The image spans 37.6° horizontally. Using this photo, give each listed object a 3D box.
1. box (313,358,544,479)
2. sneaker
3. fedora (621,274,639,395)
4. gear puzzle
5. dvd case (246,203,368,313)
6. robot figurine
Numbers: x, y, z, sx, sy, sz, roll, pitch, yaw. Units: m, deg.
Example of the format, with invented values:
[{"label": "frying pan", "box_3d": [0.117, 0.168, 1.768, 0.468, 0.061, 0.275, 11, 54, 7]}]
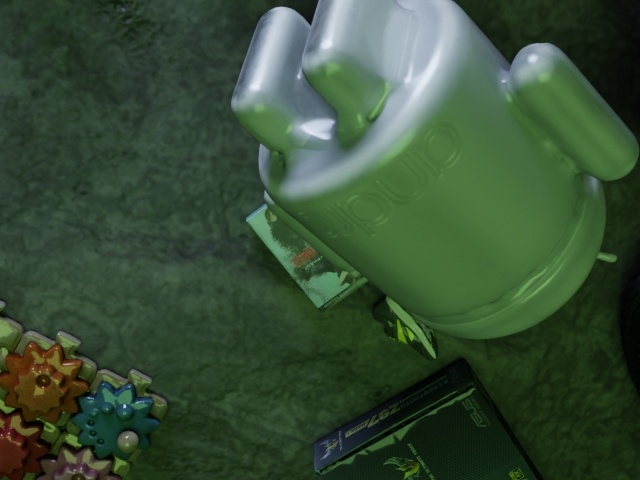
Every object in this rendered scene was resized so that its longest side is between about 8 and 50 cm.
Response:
[{"label": "box", "box_3d": [0.128, 0.260, 0.957, 0.183, 0.059, 0.233, -31, 108, 9]}, {"label": "sneaker", "box_3d": [0.083, 0.086, 0.913, 0.035, 0.031, 0.083, -33, 104, 22]}, {"label": "fedora", "box_3d": [0.446, 0.120, 0.857, 0.152, 0.334, 0.334, -37, 111, -27]}, {"label": "gear puzzle", "box_3d": [-0.326, 0.146, 0.900, 0.338, 0.044, 0.175, 30, 105, -12]}, {"label": "dvd case", "box_3d": [0.000, 0.000, 0.884, 0.087, 0.013, 0.119, -35, 108, 9]}, {"label": "robot figurine", "box_3d": [0.092, -0.052, 0.752, 0.299, 0.200, 0.353, -20, 133, 42]}]
